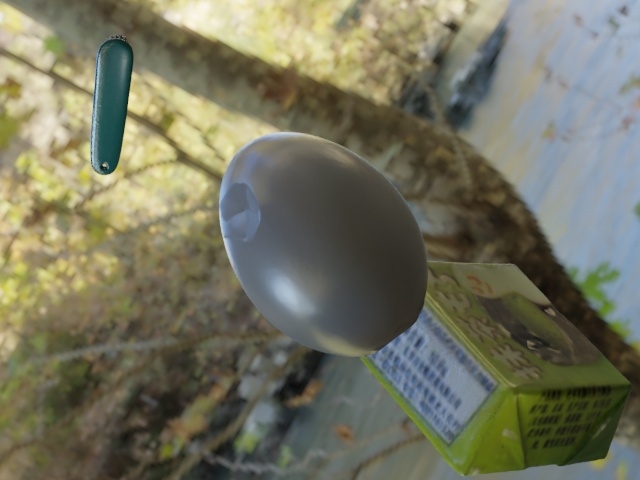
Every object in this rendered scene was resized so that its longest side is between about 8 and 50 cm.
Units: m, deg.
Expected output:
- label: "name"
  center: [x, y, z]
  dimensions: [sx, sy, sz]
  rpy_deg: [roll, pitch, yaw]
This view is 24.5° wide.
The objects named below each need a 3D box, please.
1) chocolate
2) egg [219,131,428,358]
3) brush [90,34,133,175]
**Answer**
- label: "chocolate"
  center: [0.219, 0.155, 1.917]
  dimensions: [0.301, 0.288, 0.137]
  rpy_deg: [47, 121, 37]
- label: "egg"
  center: [0.000, 0.000, 1.406]
  dimensions: [0.176, 0.232, 0.176]
  rpy_deg: [-33, 19, 13]
- label: "brush"
  center: [-0.255, -0.165, 1.795]
  dimensions: [0.032, 0.043, 0.193]
  rpy_deg: [-97, 16, -52]
